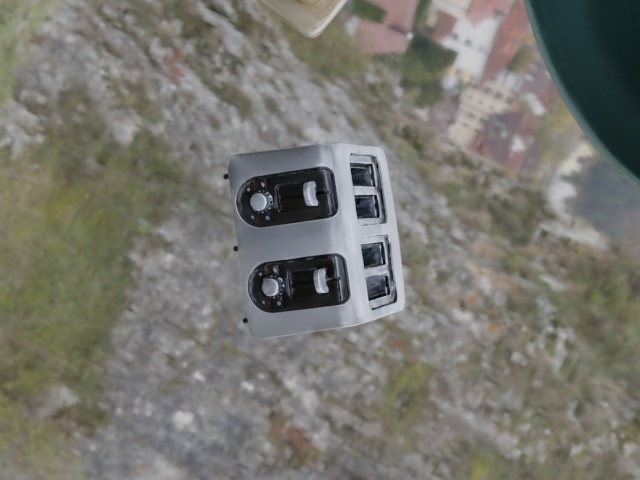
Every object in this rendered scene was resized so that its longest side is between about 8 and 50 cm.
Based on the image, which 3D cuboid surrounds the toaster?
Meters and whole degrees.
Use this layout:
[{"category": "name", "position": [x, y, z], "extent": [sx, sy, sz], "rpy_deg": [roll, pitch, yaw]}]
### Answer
[{"category": "toaster", "position": [0.000, 0.000, 1.141], "extent": [0.186, 0.110, 0.168], "rpy_deg": [-5, 88, -71]}]

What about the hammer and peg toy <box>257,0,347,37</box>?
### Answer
[{"category": "hammer and peg toy", "position": [-0.074, -0.401, 1.265], "extent": [0.266, 0.361, 0.127], "rpy_deg": [-52, 174, -6]}]

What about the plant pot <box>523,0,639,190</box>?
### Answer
[{"category": "plant pot", "position": [0.226, -0.170, 0.515], "extent": [0.293, 0.196, 0.293], "rpy_deg": [170, -90, -75]}]
